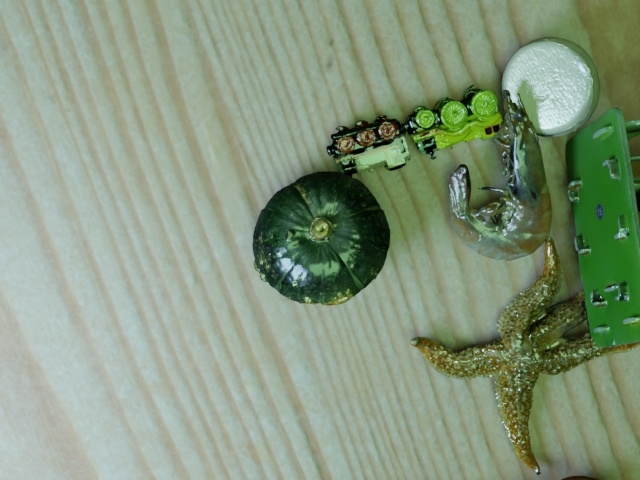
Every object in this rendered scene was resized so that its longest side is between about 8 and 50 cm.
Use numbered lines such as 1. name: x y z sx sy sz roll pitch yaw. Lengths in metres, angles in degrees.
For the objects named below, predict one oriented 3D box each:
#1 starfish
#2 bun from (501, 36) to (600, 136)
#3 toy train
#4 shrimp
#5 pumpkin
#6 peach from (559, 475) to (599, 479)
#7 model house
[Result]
1. starfish: 0.335 0.160 1.442 0.293 0.084 0.301 -42 98 5
2. bun: 0.326 -0.217 1.364 0.138 0.094 0.138 11 113 27
3. toy train: 0.132 -0.149 1.376 0.250 0.053 0.085 -17 106 -2
4. shrimp: 0.248 -0.086 1.369 0.144 0.052 0.251 -5 107 9
5. pumpkin: 0.001 -0.001 1.344 0.190 0.146 0.190 1 95 13
6. peach: 0.409 0.479 1.441 0.257 0.232 0.232 40 95 6
7. model house: 0.531 -0.034 1.267 0.324 0.340 0.300 -5 81 -7
